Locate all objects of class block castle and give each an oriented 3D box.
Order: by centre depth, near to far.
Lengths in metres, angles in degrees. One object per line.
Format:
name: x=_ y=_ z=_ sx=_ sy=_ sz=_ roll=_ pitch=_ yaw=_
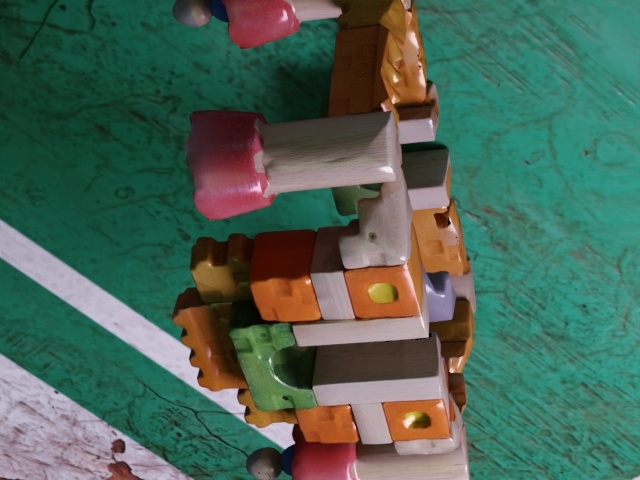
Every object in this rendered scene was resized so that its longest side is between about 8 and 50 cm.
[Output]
block castle: x=0.000 y=0.000 z=1.547 sx=0.213 sy=0.303 sz=0.453 roll=-5 pitch=134 yaw=11
